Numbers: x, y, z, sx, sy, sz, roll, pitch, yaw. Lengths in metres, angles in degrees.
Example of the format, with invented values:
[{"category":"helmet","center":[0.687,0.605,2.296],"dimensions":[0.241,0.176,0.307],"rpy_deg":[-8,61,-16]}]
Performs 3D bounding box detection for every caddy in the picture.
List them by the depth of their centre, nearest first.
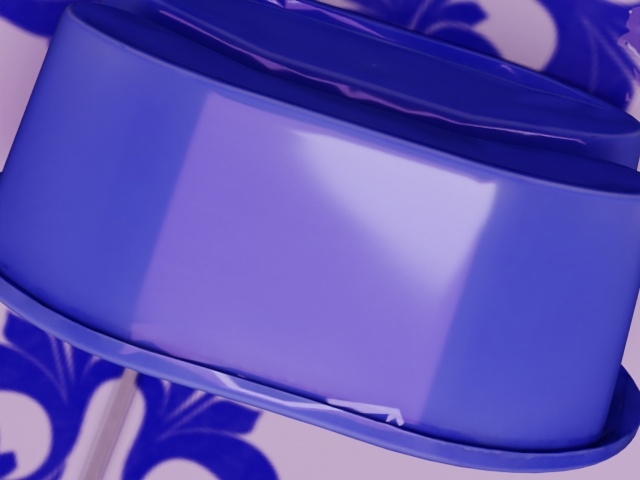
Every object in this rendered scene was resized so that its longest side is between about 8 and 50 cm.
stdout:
[{"category":"caddy","center":[0.000,0.000,0.891],"dimensions":[0.341,0.241,0.179],"rpy_deg":[18,108,1]}]
